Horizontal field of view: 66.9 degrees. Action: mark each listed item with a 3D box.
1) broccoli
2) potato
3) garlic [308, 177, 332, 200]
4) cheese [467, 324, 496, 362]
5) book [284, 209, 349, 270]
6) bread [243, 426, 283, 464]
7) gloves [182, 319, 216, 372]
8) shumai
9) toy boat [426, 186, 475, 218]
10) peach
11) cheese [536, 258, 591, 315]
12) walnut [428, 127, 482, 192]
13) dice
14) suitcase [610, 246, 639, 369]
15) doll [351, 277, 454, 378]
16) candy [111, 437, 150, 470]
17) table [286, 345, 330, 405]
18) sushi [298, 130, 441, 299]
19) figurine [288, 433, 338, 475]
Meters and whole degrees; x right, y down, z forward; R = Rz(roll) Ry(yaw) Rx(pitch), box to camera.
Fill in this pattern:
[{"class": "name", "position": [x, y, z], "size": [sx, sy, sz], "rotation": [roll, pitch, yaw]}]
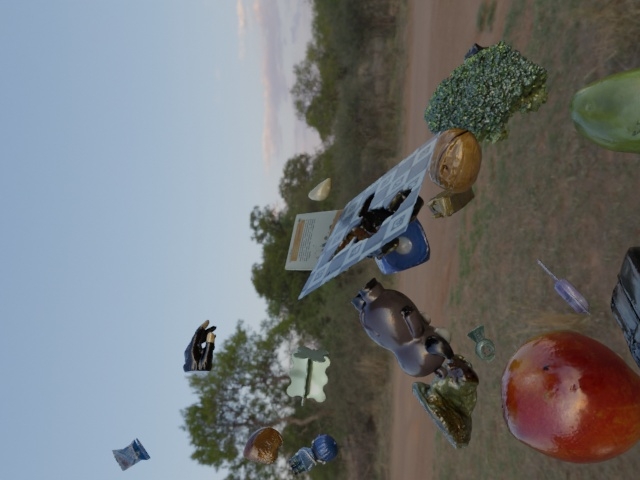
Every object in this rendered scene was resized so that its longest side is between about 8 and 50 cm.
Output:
[{"class": "broccoli", "position": [0.533, -0.457, 1.549], "size": [0.317, 0.277, 0.339], "rotation": [-14, -47, -43]}, {"class": "potato", "position": [0.773, -0.313, 1.169], "size": [0.215, 0.304, 0.216], "rotation": [-20, -60, -40]}, {"class": "garlic", "position": [-0.001, -0.143, 1.419], "size": [0.041, 0.083, 0.053], "rotation": [33, -142, -40]}, {"class": "cheese", "position": [0.503, 0.323, 1.499], "size": [0.121, 0.067, 0.026], "rotation": [59, 177, -10]}, {"class": "book", "position": [0.000, 0.000, 1.630], "size": [0.020, 0.295, 0.208], "rotation": [24, -108, -42]}, {"class": "bread", "position": [-0.197, 0.707, 1.683], "size": [0.129, 0.126, 0.044], "rotation": [-53, -31, -59]}, {"class": "gloves", "position": [-0.419, 0.365, 1.682], "size": [0.129, 0.106, 0.181], "rotation": [114, 157, -66]}, {"class": "shumai", "position": [0.428, 0.505, 1.521], "size": [0.222, 0.203, 0.272], "rotation": [51, 173, 49]}, {"class": "toy boat", "position": [0.506, -0.159, 1.907], "size": [0.310, 0.115, 0.089], "rotation": [-32, -76, -48]}, {"class": "peach", "position": [0.714, 0.457, 1.405], "size": [0.388, 0.388, 0.389], "rotation": [3, -90, -86]}, {"class": "cheese", "position": [0.643, 0.124, 1.279], "size": [0.191, 0.042, 0.105], "rotation": [53, -163, 26]}, {"class": "walnut", "position": [0.363, -0.218, 1.311], "size": [0.144, 0.144, 0.180], "rotation": [-81, -1, -53]}, {"class": "dice", "position": [0.224, 0.012, 1.390], "size": [0.146, 0.146, 0.143], "rotation": [125, 126, -86]}, {"class": "suitcase", "position": [0.740, 0.135, 0.868], "size": [0.339, 0.345, 0.188], "rotation": [-50, -38, -61]}, {"class": "doll", "position": [0.181, 0.201, 1.065], "size": [0.117, 0.257, 0.182], "rotation": [-45, -11, -29]}, {"class": "candy", "position": [-0.665, 0.747, 1.690], "size": [0.088, 0.136, 0.038], "rotation": [58, -162, -8]}, {"class": "table", "position": [-0.049, 0.557, 1.982], "size": [0.166, 0.166, 0.198], "rotation": [-57, -26, -82]}, {"class": "sushi", "position": [0.129, -0.038, 1.070], "size": [0.343, 0.064, 0.359], "rotation": [-37, 19, 44]}, {"class": "figurine", "position": [-0.021, 0.624, 1.419], "size": [0.086, 0.149, 0.087], "rotation": [58, 170, 34]}]
